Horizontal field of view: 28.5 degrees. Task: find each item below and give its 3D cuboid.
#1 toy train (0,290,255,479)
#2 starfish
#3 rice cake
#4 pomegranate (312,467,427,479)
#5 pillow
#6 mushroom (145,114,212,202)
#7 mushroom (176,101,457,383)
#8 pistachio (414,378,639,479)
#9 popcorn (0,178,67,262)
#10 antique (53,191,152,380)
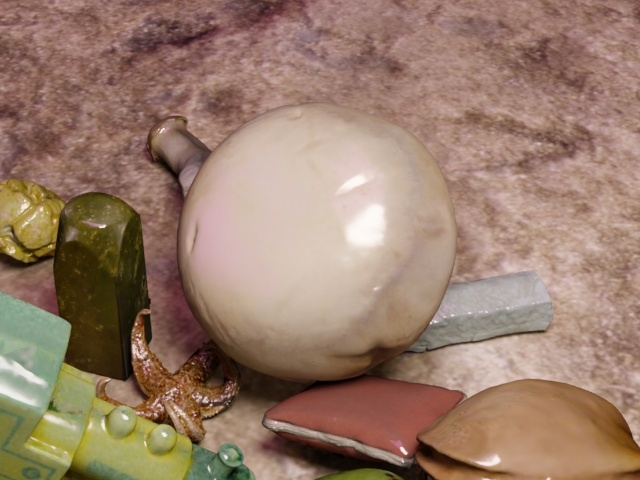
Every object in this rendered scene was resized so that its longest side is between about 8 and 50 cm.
[{"bbox_3d":[-0.213,0.206,1.140,0.369,0.237,0.150,26,37,-18],"label":"toy train"},{"bbox_3d":[-0.161,0.146,1.420,0.146,0.074,0.190,26,44,15],"label":"starfish"},{"bbox_3d":[0.183,0.085,1.508,0.206,0.063,0.069,-7,41,-7],"label":"rice cake"},{"bbox_3d":[0.051,0.295,1.182,0.181,0.182,0.224,22,15,26],"label":"pomegranate"},{"bbox_3d":[0.048,0.192,1.355,0.179,0.075,0.171,9,18,26],"label":"pillow"},{"bbox_3d":[-0.175,-0.100,1.730,0.092,0.081,0.223,3,31,-28],"label":"mushroom"},{"bbox_3d":[-0.009,-0.020,1.404,0.315,0.315,0.356,-4,34,-4],"label":"mushroom"},{"bbox_3d":[0.194,0.213,1.233,0.260,0.163,0.212,14,-10,-37],"label":"pistachio"},{"bbox_3d":[-0.380,-0.021,1.623,0.120,0.116,0.106,28,66,-27],"label":"popcorn"},{"bbox_3d":[-0.249,0.049,1.432,0.081,0.221,0.080,11,41,13],"label":"antique"}]
